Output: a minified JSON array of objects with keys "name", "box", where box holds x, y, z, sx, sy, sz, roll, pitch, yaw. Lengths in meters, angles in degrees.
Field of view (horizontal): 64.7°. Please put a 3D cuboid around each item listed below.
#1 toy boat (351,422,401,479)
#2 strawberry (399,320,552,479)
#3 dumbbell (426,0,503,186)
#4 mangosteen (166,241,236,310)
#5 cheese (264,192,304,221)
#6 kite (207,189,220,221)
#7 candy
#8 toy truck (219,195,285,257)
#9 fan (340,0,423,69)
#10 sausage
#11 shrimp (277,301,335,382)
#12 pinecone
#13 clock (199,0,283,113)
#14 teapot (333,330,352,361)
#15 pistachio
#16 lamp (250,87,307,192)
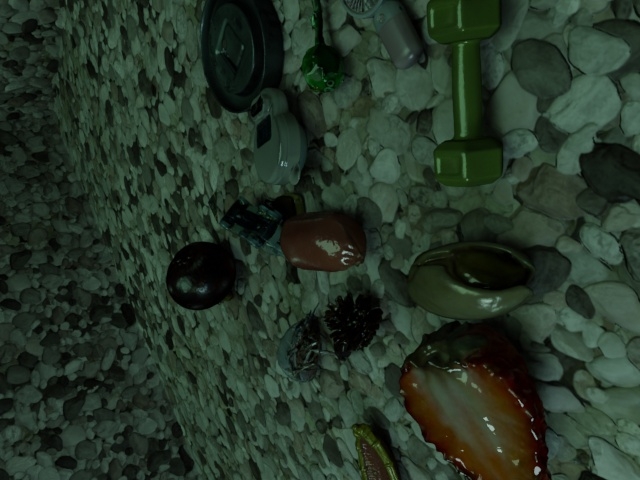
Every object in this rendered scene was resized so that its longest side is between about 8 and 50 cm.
[{"name":"toy boat","box":[0.144,0.598,1.270,0.141,0.099,0.318,-4,98,49]},{"name":"strawberry","box":[0.304,0.304,0.924,0.265,0.149,0.336,-31,90,45]},{"name":"dumbbell","box":[0.234,-0.238,0.809,0.121,0.108,0.302,11,112,50]},{"name":"mangosteen","box":[-0.376,0.134,1.665,0.235,0.235,0.261,26,157,44]},{"name":"cheese","box":[-0.103,-0.089,1.353,0.162,0.036,0.086,14,120,49]},{"name":"kite","box":[-0.356,-0.116,1.688,0.090,0.004,0.122,33,128,41]},{"name":"candy","box":[-0.007,-0.474,1.064,0.097,0.097,0.323,-6,90,52]},{"name":"toy truck","box":[-0.159,-0.023,1.382,0.256,0.108,0.140,23,164,48]},{"name":"fan","box":[0.114,-0.425,0.915,0.130,0.074,0.244,-35,77,51]},{"name":"sausage","box":[0.000,0.000,1.177,0.254,0.148,0.148,-7,99,47]},{"name":"shrimp","box":[-0.042,0.283,1.361,0.145,0.116,0.343,49,144,27]},{"name":"pinecone","box":[0.071,0.181,1.154,0.121,0.140,0.140,32,145,-17]},{"name":"clock","box":[-0.209,-0.493,1.303,0.319,0.066,0.319,25,123,45]},{"name":"teapot","box":[0.063,0.259,1.278,0.068,0.045,0.100,-146,66,-67]},{"name":"pistachio","box":[0.258,0.073,0.889,0.238,0.153,0.138,-10,56,51]},{"name":"lamp","box":[-0.097,-0.246,1.225,0.179,0.108,0.246,-12,87,56]}]
